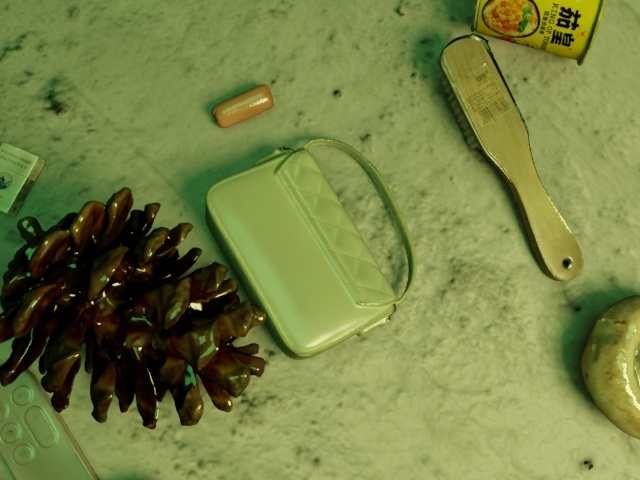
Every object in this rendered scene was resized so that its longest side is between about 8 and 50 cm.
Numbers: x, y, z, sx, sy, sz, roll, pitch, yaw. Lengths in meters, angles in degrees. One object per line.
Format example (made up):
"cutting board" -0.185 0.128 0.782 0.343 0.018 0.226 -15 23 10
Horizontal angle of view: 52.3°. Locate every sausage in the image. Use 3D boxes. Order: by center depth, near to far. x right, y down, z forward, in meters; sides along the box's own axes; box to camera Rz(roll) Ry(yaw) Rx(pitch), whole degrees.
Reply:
"sausage" -0.100 -0.174 0.845 0.083 0.034 0.034 -24 79 -2

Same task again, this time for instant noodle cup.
"instant noodle cup" 0.272 -0.319 0.805 0.144 0.182 0.182 13 79 13

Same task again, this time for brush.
"brush" 0.234 -0.099 0.819 0.070 0.065 0.327 -26 89 -10

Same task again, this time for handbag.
"handbag" 0.000 0.000 0.794 0.219 0.079 0.256 -27 80 -16

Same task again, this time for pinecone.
"pinecone" -0.204 0.086 0.700 0.309 0.244 0.244 31 81 -7

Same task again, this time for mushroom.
"mushroom" 0.379 0.140 0.729 0.166 0.127 0.166 -1 73 4

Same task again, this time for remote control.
"remote control" -0.324 0.256 0.769 0.077 0.022 0.245 -35 80 -5

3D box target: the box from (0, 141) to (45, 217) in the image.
"box" -0.400 -0.078 0.837 0.054 0.024 0.083 24 79 4
